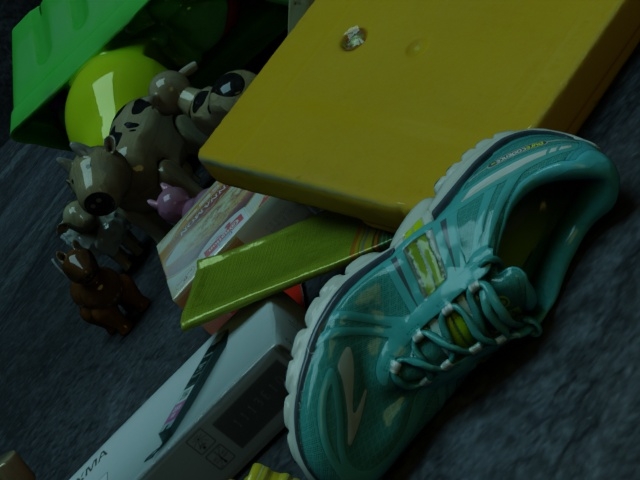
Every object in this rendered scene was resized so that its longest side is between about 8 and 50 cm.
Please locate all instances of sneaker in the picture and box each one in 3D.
[{"bbox_3d":[0.079,0.038,0.989,0.275,0.107,0.110,-52,27,-12],"label":"sneaker"}]

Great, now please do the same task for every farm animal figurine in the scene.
[{"bbox_3d":[-0.183,-0.080,1.749,0.330,0.172,0.327,-45,17,11],"label":"farm animal figurine"}]

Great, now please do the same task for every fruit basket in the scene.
[{"bbox_3d":[-0.220,-0.199,2.084,0.392,0.283,0.392,-5,83,40],"label":"fruit basket"}]

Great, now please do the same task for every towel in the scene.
[{"bbox_3d":[0.000,0.000,1.257,0.237,0.021,0.102,-23,20,17],"label":"towel"}]

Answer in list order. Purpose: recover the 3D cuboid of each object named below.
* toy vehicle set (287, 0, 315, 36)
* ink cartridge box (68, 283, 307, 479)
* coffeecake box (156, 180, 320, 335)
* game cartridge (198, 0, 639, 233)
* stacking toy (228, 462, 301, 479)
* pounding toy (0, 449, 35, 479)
[{"bbox_3d":[-0.007,-0.186,1.580,0.267,0.035,0.166,-83,-5,-68],"label":"toy vehicle set"},{"bbox_3d":[-0.116,0.143,1.301,0.275,0.060,0.239,-45,19,11],"label":"ink cartridge box"},{"bbox_3d":[-0.074,-0.001,1.490,0.142,0.068,0.185,-46,18,4],"label":"coffeecake box"},{"bbox_3d":[0.087,-0.134,1.258,0.323,0.053,0.285,18,66,48],"label":"game cartridge"},{"bbox_3d":[-0.106,0.253,1.062,0.221,0.052,0.167,-36,19,41],"label":"stacking toy"},{"bbox_3d":[-0.315,0.289,1.430,0.206,0.094,0.181,-45,10,-21],"label":"pounding toy"}]
